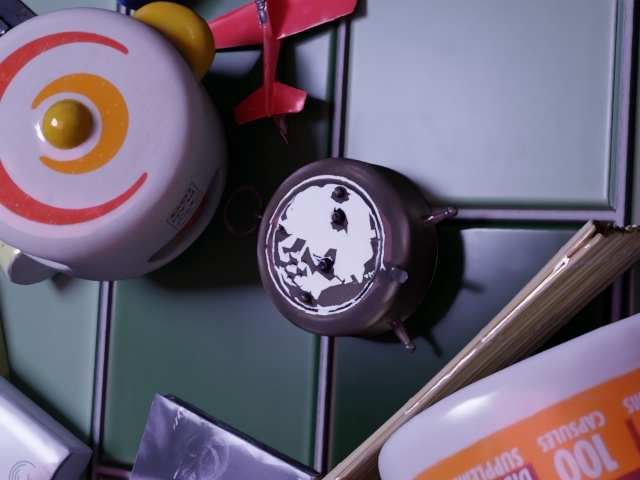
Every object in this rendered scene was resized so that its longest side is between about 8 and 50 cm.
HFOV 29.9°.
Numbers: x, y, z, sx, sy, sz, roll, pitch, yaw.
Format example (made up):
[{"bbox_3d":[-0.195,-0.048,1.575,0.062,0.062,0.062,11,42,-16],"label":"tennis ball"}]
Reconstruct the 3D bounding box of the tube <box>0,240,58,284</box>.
[{"bbox_3d":[-0.298,-0.068,1.070,0.070,0.062,0.240,-23,61,-18],"label":"tube"}]

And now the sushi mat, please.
[{"bbox_3d":[0.087,0.096,0.760,0.316,0.151,0.019,-47,68,20],"label":"sushi mat"}]

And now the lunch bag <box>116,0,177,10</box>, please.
[{"bbox_3d":[-0.145,-0.233,0.979,0.065,0.067,0.098,-49,65,20],"label":"lunch bag"}]

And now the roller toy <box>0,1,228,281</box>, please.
[{"bbox_3d":[-0.170,-0.071,0.904,0.209,0.146,0.191,-11,79,4],"label":"roller toy"}]

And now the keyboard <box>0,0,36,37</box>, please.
[{"bbox_3d":[-0.334,-0.139,1.065,0.201,0.033,0.317,-44,61,-8],"label":"keyboard"}]

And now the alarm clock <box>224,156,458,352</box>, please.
[{"bbox_3d":[0.000,0.000,0.878,0.192,0.064,0.129,20,97,35],"label":"alarm clock"}]

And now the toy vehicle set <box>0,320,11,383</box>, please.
[{"bbox_3d":[-0.347,0.178,1.092,0.166,0.035,0.267,-20,76,29],"label":"toy vehicle set"}]

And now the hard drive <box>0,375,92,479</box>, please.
[{"bbox_3d":[-0.390,0.179,1.046,0.353,0.047,0.233,33,96,21],"label":"hard drive"}]

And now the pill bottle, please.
[{"bbox_3d":[0.202,0.250,0.634,0.224,0.224,0.392,-32,70,26],"label":"pill bottle"}]

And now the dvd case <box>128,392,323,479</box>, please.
[{"bbox_3d":[-0.100,0.253,0.943,0.164,0.018,0.221,22,98,31],"label":"dvd case"}]

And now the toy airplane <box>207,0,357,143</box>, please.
[{"bbox_3d":[-0.039,-0.151,0.930,0.151,0.028,0.151,-3,85,33],"label":"toy airplane"}]
